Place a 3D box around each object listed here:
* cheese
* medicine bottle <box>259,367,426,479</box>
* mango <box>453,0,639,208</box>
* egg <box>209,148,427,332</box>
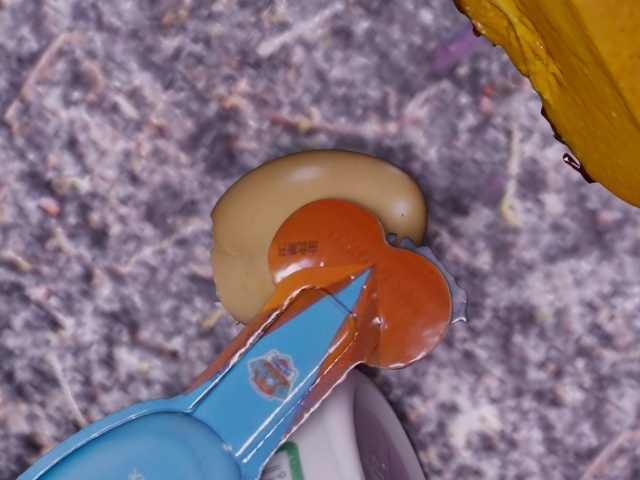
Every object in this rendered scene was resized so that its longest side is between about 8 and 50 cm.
[{"bbox_3d":[-0.050,0.089,0.685,0.256,0.037,0.106,-46,67,-3],"label":"cheese"},{"bbox_3d":[-0.087,0.160,0.768,0.274,0.133,0.133,-21,98,12],"label":"medicine bottle"},{"bbox_3d":[0.151,-0.093,0.680,0.252,0.126,0.154,36,85,-9],"label":"mango"},{"bbox_3d":[0.000,0.000,0.746,0.096,0.080,0.080,-11,100,17],"label":"egg"}]
